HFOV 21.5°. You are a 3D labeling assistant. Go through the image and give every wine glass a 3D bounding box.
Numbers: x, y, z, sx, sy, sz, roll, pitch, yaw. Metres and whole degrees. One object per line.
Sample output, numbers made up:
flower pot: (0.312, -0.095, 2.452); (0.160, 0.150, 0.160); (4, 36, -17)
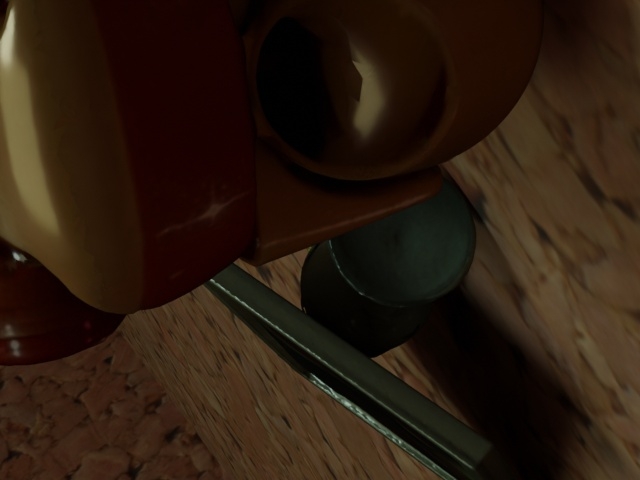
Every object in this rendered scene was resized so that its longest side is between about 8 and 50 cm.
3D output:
wine glass: (0.031, 0.018, 0.933); (0.079, 0.079, 0.195); (55, 168, 8)

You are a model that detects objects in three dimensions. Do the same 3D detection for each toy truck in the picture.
toy truck: (-0.061, -0.084, 0.639); (0.265, 0.239, 0.189); (38, 141, 54)

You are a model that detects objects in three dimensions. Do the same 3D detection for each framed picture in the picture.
framed picture: (0.033, 0.094, 0.995); (0.211, 0.020, 0.289); (35, 174, 21)

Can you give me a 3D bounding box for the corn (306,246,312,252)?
corn: (0.000, 0.000, 1.132); (0.083, 0.028, 0.027); (64, 174, -30)
